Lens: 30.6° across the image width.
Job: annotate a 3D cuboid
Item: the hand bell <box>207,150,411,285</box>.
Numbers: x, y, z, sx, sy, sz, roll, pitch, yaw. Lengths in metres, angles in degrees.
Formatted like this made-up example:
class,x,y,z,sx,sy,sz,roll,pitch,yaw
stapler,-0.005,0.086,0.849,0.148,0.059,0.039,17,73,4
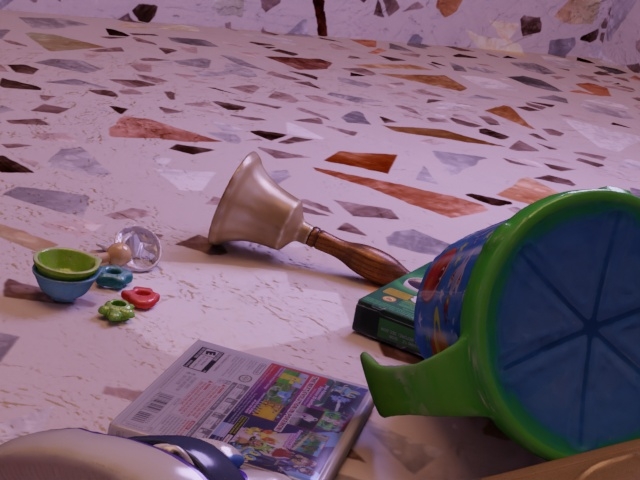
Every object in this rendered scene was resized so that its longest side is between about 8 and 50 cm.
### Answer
class,x,y,z,sx,sy,sz,roll,pitch,yaw
hand bell,0.000,0.000,1.408,0.242,0.126,0.126,26,21,5

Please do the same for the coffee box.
class,x,y,z,sx,sy,sz,roll,pitch,yaw
coffee box,0.128,0.077,1.299,0.113,0.040,0.184,20,22,25

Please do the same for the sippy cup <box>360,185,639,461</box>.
class,x,y,z,sx,sy,sz,roll,pitch,yaw
sippy cup,0.198,0.073,1.059,0.306,0.240,0.224,17,-5,-16

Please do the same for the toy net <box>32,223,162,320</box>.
class,x,y,z,sx,sy,sz,roll,pitch,yaw
toy net,-0.217,0.022,1.272,0.122,0.045,0.232,13,19,10

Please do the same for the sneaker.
class,x,y,z,sx,sy,sz,roll,pitch,yaw
sneaker,-0.081,0.153,0.655,0.236,0.130,0.323,-14,-11,-43

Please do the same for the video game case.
class,x,y,z,sx,sy,sz,roll,pitch,yaw
video game case,-0.060,0.152,1.019,0.183,0.023,0.201,14,18,12

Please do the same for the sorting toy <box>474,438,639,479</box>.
class,x,y,z,sx,sy,sz,roll,pitch,yaw
sorting toy,0.229,0.208,0.830,0.307,0.041,0.229,-15,17,5
